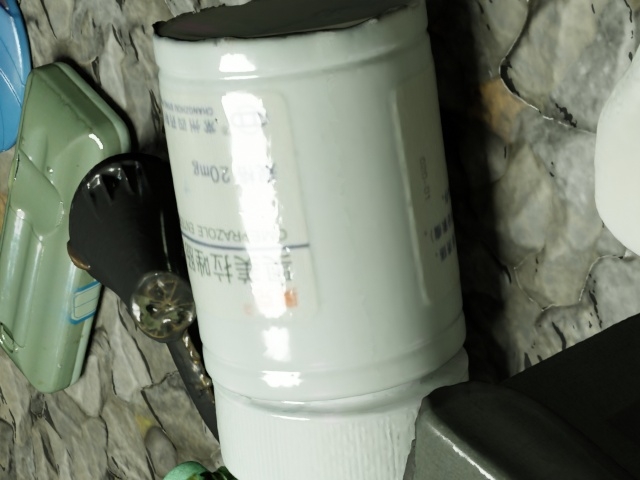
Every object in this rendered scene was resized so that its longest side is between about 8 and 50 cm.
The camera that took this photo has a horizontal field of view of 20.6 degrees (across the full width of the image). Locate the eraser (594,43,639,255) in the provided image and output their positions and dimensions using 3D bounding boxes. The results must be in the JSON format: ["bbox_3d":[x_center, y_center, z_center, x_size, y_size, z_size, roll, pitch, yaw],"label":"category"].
[{"bbox_3d":[0.317,-0.049,0.857,0.331,0.150,0.331,25,126,40],"label":"eraser"}]

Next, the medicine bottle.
[{"bbox_3d":[0.000,0.000,1.231,0.190,0.190,0.332,11,115,48],"label":"medicine bottle"}]

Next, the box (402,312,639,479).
[{"bbox_3d":[0.221,0.248,1.068,0.345,0.204,0.251,39,134,33],"label":"box"}]

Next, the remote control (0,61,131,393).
[{"bbox_3d":[-0.254,-0.004,1.640,0.128,0.065,0.335,46,137,30],"label":"remote control"}]

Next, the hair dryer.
[{"bbox_3d":[-0.094,0.103,1.440,0.359,0.120,0.304,67,174,-24],"label":"hair dryer"}]

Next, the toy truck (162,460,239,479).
[{"bbox_3d":[-0.045,0.228,1.351,0.128,0.259,0.135,34,147,36],"label":"toy truck"}]

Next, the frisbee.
[{"bbox_3d":[-0.360,-0.193,1.699,0.242,0.045,0.242,25,126,40],"label":"frisbee"}]
